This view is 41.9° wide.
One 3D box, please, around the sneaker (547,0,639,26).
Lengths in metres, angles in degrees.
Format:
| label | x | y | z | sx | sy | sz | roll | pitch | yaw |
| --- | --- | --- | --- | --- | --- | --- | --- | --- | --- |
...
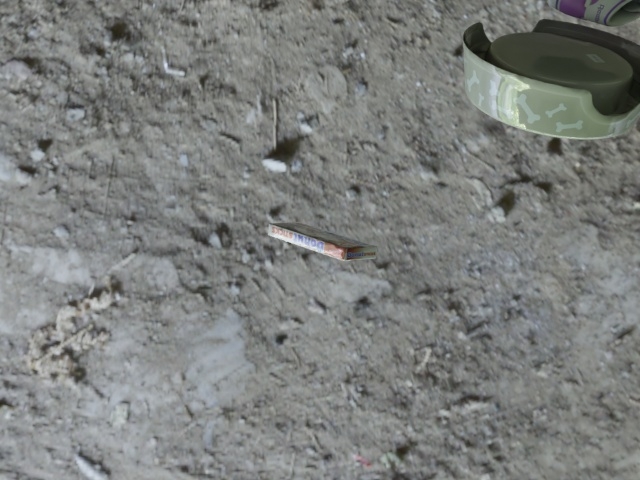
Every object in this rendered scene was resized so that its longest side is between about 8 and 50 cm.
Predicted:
| label | x | y | z | sx | sy | sz | roll | pitch | yaw |
| --- | --- | --- | --- | --- | --- | --- | --- | --- | --- |
| sneaker | 0.557 | -0.482 | 1.527 | 0.282 | 0.161 | 0.102 | -47 | 152 | -22 |

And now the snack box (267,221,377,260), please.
| label | x | y | z | sx | sy | sz | roll | pitch | yaw |
| --- | --- | --- | --- | --- | --- | --- | --- | --- | --- |
| snack box | 0.000 | 0.000 | 1.264 | 0.064 | 0.178 | 0.022 | -3 | 104 | -43 |

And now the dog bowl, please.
| label | x | y | z | sx | sy | sz | roll | pitch | yaw |
| --- | --- | --- | --- | --- | --- | --- | --- | --- | --- |
| dog bowl | 0.415 | -0.288 | 1.473 | 0.349 | 0.348 | 0.102 | 2 | 124 | -8 |
